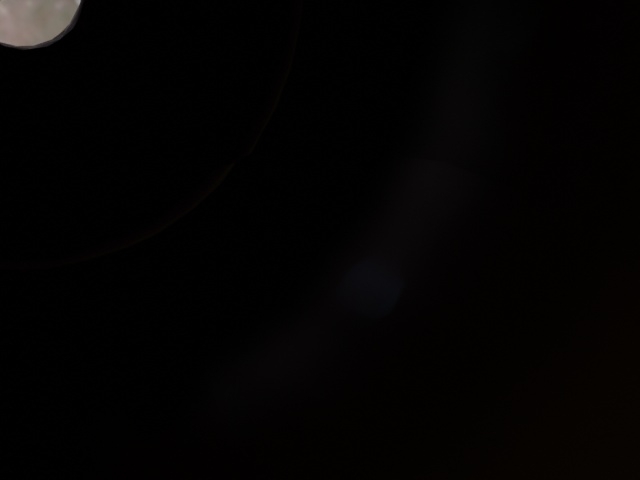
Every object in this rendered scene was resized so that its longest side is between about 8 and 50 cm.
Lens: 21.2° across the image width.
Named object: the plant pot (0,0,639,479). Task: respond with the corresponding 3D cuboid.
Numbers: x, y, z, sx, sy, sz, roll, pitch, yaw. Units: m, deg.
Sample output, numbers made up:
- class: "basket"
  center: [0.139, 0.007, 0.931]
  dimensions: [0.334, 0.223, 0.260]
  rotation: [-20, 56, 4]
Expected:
- class: "plant pot"
  center: [-0.047, -0.041, 0.380]
  dimensions: [0.323, 0.323, 0.280]
  rotation: [-42, 24, -6]
